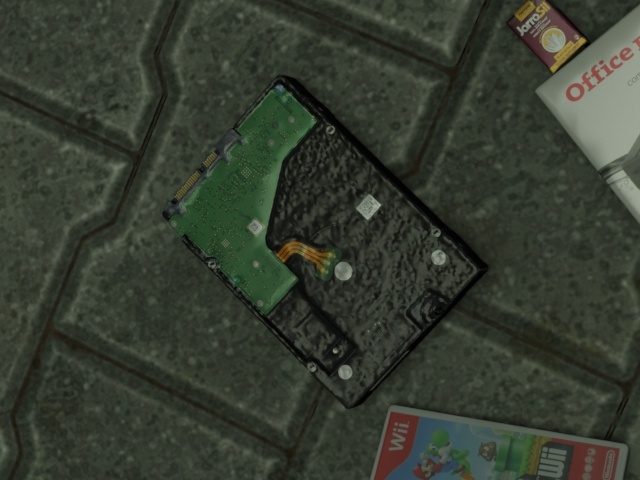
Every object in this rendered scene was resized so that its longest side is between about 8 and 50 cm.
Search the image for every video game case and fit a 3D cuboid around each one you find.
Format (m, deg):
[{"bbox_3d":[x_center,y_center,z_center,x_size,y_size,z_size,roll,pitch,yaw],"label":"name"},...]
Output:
[{"bbox_3d":[0.191,0.304,1.770,0.285,0.025,0.204,7,65,19],"label":"video game case"}]

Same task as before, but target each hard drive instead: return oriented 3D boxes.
[{"bbox_3d":[0.000,0.000,1.858,0.339,0.064,0.237,44,103,12],"label":"hard drive"}]

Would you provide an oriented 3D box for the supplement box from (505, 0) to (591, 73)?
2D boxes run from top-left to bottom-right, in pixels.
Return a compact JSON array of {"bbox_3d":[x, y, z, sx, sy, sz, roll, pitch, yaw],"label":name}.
[{"bbox_3d":[0.261,-0.236,1.782,0.055,0.043,0.083,-46,77,15],"label":"supplement box"}]

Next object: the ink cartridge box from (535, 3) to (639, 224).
[{"bbox_3d":[0.416,-0.111,1.688,0.223,0.129,0.307,-39,79,15],"label":"ink cartridge box"}]
